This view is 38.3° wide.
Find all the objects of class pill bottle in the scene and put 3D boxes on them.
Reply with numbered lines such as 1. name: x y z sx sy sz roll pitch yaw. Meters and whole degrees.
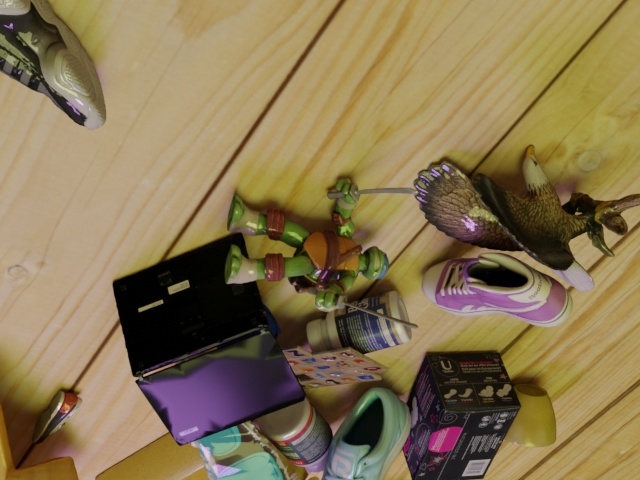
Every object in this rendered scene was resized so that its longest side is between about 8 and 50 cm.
1. pill bottle: -0.037 0.376 1.794 0.108 0.108 0.180 -25 134 10
2. pill bottle: 0.066 0.153 1.610 0.169 0.094 0.094 -17 135 13

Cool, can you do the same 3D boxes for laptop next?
1. laptop: -0.180 0.161 1.492 0.234 0.264 0.136 -21 157 7

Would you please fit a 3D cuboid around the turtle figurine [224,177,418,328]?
1. turtle figurine: 0.000 0.000 1.390 0.266 0.275 0.198 6 97 -14

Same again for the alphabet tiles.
1. alphabet tiles: -0.010 0.225 1.641 0.237 0.009 0.198 -14 148 35

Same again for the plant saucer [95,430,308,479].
1. plant saucer: -0.232 0.510 1.895 0.333 0.081 0.333 -33 132 18

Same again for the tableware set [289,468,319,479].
1. tableware set: -0.014 0.493 1.917 0.154 0.024 0.104 -41 138 -21

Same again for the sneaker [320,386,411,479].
1. sneaker: 0.047 0.438 1.741 0.135 0.366 0.150 11 154 31

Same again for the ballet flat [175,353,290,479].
1. ballet flat: -0.160 0.363 1.700 0.147 0.147 0.409 -20 120 5

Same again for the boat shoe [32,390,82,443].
1. boat shoe: -0.484 0.327 1.684 0.043 0.049 0.137 22 120 -33

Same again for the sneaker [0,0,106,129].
1. sneaker: -0.391 -0.226 1.144 0.153 0.101 0.268 -25 128 11

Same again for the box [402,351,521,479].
1. box: 0.267 0.349 1.820 0.163 0.142 0.247 0 134 -15

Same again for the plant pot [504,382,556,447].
1. plant pot: 0.420 0.347 1.878 0.134 0.134 0.095 4 105 -17

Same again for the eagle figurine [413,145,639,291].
1. eagle figurine: 0.318 -0.038 1.439 0.298 0.225 0.226 -7 145 -22

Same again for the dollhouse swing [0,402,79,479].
1. dollhouse swing: -0.648 0.373 1.645 0.347 0.305 0.315 -8 174 8

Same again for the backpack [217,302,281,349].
1. backpack: -0.119 0.157 1.553 0.101 0.120 0.098 -27 92 11

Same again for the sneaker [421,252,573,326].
1. sneaker: 0.248 0.057 1.480 0.282 0.102 0.161 3 161 47
